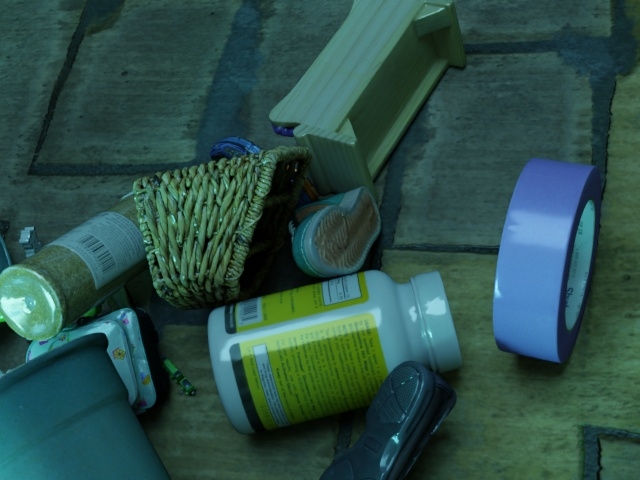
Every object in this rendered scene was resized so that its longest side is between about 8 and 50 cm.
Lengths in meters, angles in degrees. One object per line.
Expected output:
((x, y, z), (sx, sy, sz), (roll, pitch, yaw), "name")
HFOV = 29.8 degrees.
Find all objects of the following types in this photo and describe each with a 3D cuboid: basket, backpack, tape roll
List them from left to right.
((-0.338, 0.194, 1.772), (0.188, 0.144, 0.166), (-16, 87, 11), "backpack")
((-0.117, -0.015, 1.782), (0.223, 0.299, 0.213), (-12, 92, 9), "basket")
((0.317, 0.027, 1.664), (0.090, 0.275, 0.275), (10, 57, 21), "tape roll")

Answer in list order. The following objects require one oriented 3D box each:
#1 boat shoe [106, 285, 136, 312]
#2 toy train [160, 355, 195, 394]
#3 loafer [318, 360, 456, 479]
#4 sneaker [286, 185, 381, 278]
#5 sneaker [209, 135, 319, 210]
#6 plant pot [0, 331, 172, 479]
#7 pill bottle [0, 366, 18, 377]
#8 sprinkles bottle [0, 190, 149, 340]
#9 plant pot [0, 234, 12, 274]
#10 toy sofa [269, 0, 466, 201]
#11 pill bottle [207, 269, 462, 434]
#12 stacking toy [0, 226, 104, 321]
((-0.309, 0.125, 1.890), (0.045, 0.050, 0.135), (-27, 42, -3), "boat shoe")
((-0.217, 0.204, 1.821), (0.017, 0.024, 0.083), (-38, 55, -15), "toy train")
((0.082, 0.308, 1.600), (0.302, 0.095, 0.109), (-59, 35, 2), "loafer")
((0.000, 0.000, 1.809), (0.121, 0.108, 0.302), (-19, 7, 21), "sneaker")
((-0.108, -0.103, 1.993), (0.221, 0.083, 0.087), (29, 73, 34), "sneaker")
((-0.322, 0.347, 1.515), (0.341, 0.341, 0.334), (-35, 83, -13), "plant pot")
((-0.531, 0.257, 1.797), (0.216, 0.121, 0.121), (-14, 52, 3), "pill bottle")
((-0.335, 0.025, 1.824), (0.121, 0.121, 0.355), (13, 27, 22), "sprinkles bottle")
((-0.665, 0.057, 1.906), (0.196, 0.293, 0.293), (-29, 47, 25), "plant pot")
((0.083, -0.250, 2.011), (0.177, 0.150, 0.362), (16, 59, 30), "toy sofa")
((0.022, 0.149, 1.700), (0.334, 0.188, 0.188), (-14, 52, 4), "pill bottle")
((-0.420, 0.048, 1.942), (0.167, 0.052, 0.221), (-6, 38, 10), "stacking toy")
